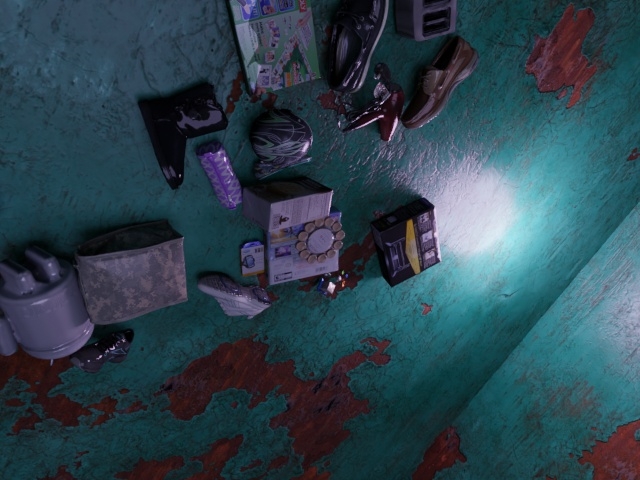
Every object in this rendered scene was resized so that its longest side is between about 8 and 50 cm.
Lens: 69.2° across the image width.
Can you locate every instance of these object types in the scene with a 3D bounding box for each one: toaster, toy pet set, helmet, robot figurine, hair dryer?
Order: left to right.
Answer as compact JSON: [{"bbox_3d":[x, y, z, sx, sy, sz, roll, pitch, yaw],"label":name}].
[{"bbox_3d":[-0.766,0.191,1.306,0.300,0.200,0.353,-38,140,-41],"label":"robot figurine"},{"bbox_3d":[-0.114,-0.293,1.334,0.169,0.161,0.169,-14,128,-19],"label":"helmet"},{"bbox_3d":[0.035,0.153,1.810,0.122,0.065,0.114,45,61,-44],"label":"toy pet set"},{"bbox_3d":[0.164,-0.400,1.442,0.223,0.080,0.293,-46,146,11],"label":"hair dryer"},{"bbox_3d":[0.297,-0.672,1.318,0.186,0.110,0.168,-20,128,-14],"label":"toaster"}]

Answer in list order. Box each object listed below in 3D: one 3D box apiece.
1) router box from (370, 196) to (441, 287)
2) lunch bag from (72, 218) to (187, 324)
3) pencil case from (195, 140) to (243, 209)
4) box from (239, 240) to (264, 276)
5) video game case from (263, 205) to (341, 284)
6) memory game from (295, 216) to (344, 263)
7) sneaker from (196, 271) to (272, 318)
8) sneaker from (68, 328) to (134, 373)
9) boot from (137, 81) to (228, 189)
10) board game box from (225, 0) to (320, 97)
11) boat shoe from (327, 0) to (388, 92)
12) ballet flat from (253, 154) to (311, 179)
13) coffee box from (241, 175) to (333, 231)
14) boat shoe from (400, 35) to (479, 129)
[{"bbox_3d":[0.345,0.012,1.843,0.243,0.081,0.308,-25,130,-9],"label":"router box"},{"bbox_3d":[-0.552,0.093,1.349,0.287,0.169,0.235,-17,126,-34],"label":"lunch bag"},{"bbox_3d":[-0.292,-0.188,1.363,0.086,0.088,0.206,-12,129,10],"label":"pencil case"},{"bbox_3d":[-0.237,0.058,1.607,0.081,0.028,0.136,-11,124,-21],"label":"box"},{"bbox_3d":[-0.064,0.016,1.636,0.270,0.061,0.244,-11,123,-21],"label":"video game case"},{"bbox_3d":[0.000,0.000,1.614,0.186,0.012,0.186,-13,122,-21],"label":"memory game"},{"bbox_3d":[-0.310,0.207,1.624,0.297,0.111,0.129,30,111,-38],"label":"sneaker"},{"bbox_3d":[-0.684,0.338,1.466,0.106,0.101,0.267,-54,175,1],"label":"sneaker"},{"bbox_3d":[-0.341,-0.277,1.226,0.207,0.094,0.246,-19,97,-13],"label":"boot"},{"bbox_3d":[-0.123,-0.561,1.218,0.214,0.046,0.317,-21,129,-15],"label":"board game box"},{"bbox_3d":[0.083,-0.567,1.259,0.113,0.127,0.340,-27,146,-44],"label":"boat shoe"},{"bbox_3d":[-0.119,-0.247,1.435,0.188,0.070,0.070,-24,130,-16],"label":"ballet flat"},{"bbox_3d":[-0.100,-0.117,1.435,0.247,0.141,0.098,-18,127,-41],"label":"coffee box"},{"bbox_3d":[0.357,-0.503,1.473,0.116,0.123,0.324,36,93,-36],"label":"boat shoe"}]
